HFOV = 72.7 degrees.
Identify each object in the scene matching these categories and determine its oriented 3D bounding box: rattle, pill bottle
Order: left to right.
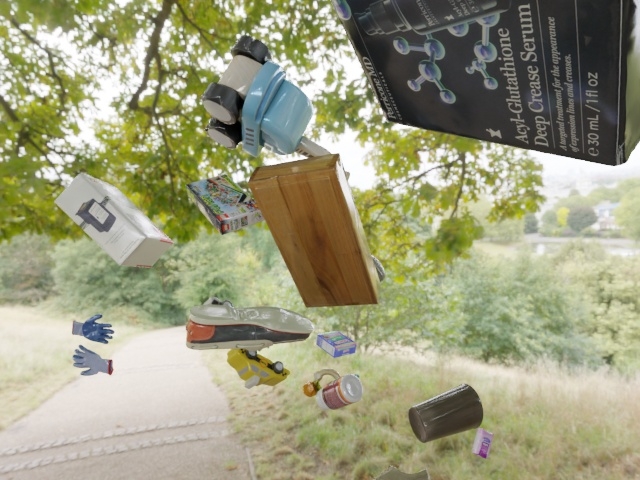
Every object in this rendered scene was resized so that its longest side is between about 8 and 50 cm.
[{"bbox_3d":[0.051,0.558,1.685,0.200,0.130,0.143,2,-29,21],"label":"rattle"},{"bbox_3d":[0.055,0.478,1.360,0.086,0.086,0.152,-13,-20,-47],"label":"pill bottle"}]

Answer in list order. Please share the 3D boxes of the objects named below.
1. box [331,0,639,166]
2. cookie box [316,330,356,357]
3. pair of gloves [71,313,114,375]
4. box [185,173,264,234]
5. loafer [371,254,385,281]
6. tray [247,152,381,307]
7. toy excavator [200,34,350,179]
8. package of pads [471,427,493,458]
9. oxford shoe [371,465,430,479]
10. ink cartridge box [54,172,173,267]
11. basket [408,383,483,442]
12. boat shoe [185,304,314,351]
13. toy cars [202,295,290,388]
[{"bbox_3d":[0.242,-0.310,0.589,0.395,0.293,0.212,28,74,45],"label":"box"},{"bbox_3d":[0.053,0.348,1.465,0.092,0.040,0.107,-2,15,-36],"label":"cookie box"},{"bbox_3d":[-0.695,0.320,1.330,0.159,0.198,0.023,4,3,17],"label":"pair of gloves"},{"bbox_3d":[-0.237,-0.094,1.069,0.114,0.036,0.207,-22,43,-29],"label":"box"},{"bbox_3d":[0.146,0.085,1.856,0.112,0.319,0.111,-47,12,32],"label":"loafer"},{"bbox_3d":[0.000,0.000,1.050,0.203,0.411,0.076,-6,40,20],"label":"tray"},{"bbox_3d":[-0.095,-0.313,1.303,0.445,0.222,0.433,27,-17,-1],"label":"toy excavator"},{"bbox_3d":[0.525,0.657,1.410,0.050,0.083,0.032,28,-19,-10],"label":"package of pads"},{"bbox_3d":[0.245,0.923,1.641,0.348,0.130,0.123,-2,-35,5],"label":"oxford shoe"},{"bbox_3d":[-0.522,-0.046,1.118,0.100,0.237,0.172,-47,-6,-2],"label":"ink cartridge box"},{"bbox_3d":[0.455,0.646,1.610,0.227,0.204,0.154,-11,44,-18],"label":"basket"},{"bbox_3d":[-0.075,0.098,0.470,0.137,0.043,0.049,7,16,-20],"label":"boat shoe"},{"bbox_3d":[-0.214,0.311,1.212,0.176,0.393,0.087,-3,42,17],"label":"toy cars"}]
